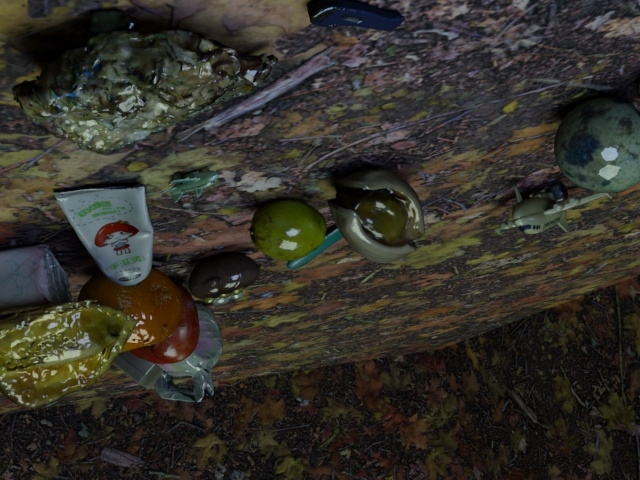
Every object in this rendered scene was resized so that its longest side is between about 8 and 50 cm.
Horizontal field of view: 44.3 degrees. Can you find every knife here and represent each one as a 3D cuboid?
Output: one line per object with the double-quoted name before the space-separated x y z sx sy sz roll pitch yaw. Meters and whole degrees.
"knife" 0.039 -0.224 0.791 0.121 0.018 0.031 -1 154 -37

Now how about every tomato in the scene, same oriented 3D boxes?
"tomato" -0.335 0.174 1.642 0.187 0.187 0.151 -20 -175 26

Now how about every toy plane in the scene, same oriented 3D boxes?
"toy plane" -0.180 -0.081 1.102 0.083 0.033 0.080 -24 161 14
"toy plane" 0.431 -0.056 1.532 0.242 0.104 0.256 -21 163 36

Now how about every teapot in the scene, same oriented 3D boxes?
"teapot" -0.333 0.271 1.901 0.178 0.221 0.163 -17 -166 32

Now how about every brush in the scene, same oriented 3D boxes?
"brush" 0.000 0.000 1.547 0.043 0.032 0.193 11 140 -46

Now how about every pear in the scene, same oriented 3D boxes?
"pear" -0.056 -0.018 1.298 0.131 0.107 0.107 5 160 -16

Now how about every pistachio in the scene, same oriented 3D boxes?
"pistachio" 0.091 -0.040 1.270 0.153 0.138 0.238 19 174 20

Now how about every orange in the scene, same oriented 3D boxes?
"orange" -0.352 0.121 1.444 0.193 0.161 0.193 -7 179 0

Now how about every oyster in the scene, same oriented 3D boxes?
"oyster" -0.171 -0.150 0.768 0.198 0.092 0.259 -20 166 38

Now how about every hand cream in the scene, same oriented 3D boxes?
"hand cream" -0.317 -0.008 1.223 0.121 0.076 0.336 -11 158 -10

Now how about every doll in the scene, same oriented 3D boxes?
"doll" -0.174 0.074 1.555 0.145 0.096 0.188 -14 176 36

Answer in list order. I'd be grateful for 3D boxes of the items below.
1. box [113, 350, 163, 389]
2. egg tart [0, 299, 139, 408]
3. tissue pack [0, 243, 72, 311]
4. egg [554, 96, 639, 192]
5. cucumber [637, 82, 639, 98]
"box" -0.457 0.250 1.780 0.058 0.201 0.141 -53 174 -15
"egg tart" -0.428 0.186 1.243 0.297 0.132 0.297 -17 158 -7
"tissue pack" -0.558 0.100 1.279 0.271 0.124 0.201 -8 164 -9
"egg" 0.424 -0.140 1.162 0.141 0.141 0.181 -24 169 36
"cucumber" 0.528 -0.195 1.165 0.077 0.077 0.265 -21 161 29
